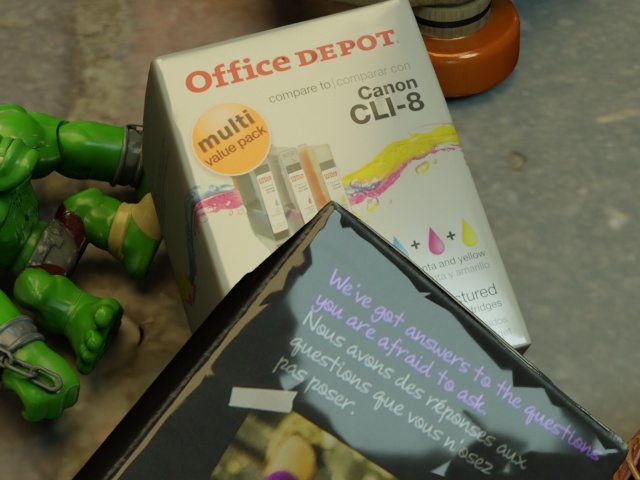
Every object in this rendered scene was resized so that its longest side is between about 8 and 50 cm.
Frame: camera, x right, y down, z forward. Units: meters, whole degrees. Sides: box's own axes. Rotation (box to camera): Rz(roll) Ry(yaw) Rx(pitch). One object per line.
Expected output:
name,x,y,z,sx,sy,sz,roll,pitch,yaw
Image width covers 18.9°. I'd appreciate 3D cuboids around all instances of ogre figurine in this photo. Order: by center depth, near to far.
ogre figurine,-0.144,-0.002,0.972,0.118,0.097,0.197,24,64,0

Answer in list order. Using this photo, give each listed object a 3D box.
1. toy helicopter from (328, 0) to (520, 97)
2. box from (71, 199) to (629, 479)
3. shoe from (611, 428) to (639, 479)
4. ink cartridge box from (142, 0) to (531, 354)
toy helicopter,0.083,-0.251,1.181,0.235,0.140,0.355,25,49,29
box,-0.042,0.140,0.696,0.143,0.165,0.270,40,73,-4
shoe,0.143,0.114,0.854,0.063,0.081,0.178,35,56,30
ink cartridge box,0.000,0.000,0.895,0.128,0.127,0.176,-15,73,-12
